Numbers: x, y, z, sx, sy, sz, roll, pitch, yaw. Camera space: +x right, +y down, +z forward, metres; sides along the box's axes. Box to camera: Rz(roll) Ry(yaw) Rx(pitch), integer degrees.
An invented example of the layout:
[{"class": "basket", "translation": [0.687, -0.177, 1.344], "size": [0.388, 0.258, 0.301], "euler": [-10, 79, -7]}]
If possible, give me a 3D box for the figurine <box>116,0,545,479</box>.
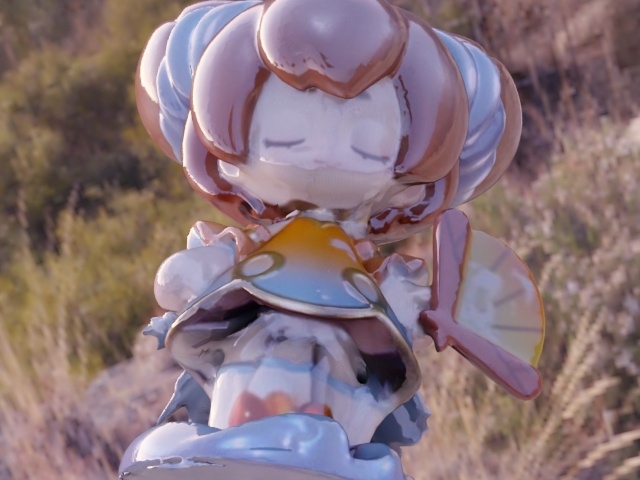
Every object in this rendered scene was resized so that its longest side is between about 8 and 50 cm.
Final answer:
[{"class": "figurine", "translation": [0.001, 0.000, 1.063], "size": [0.276, 0.248, 0.388], "euler": [9, 66, -6]}]
